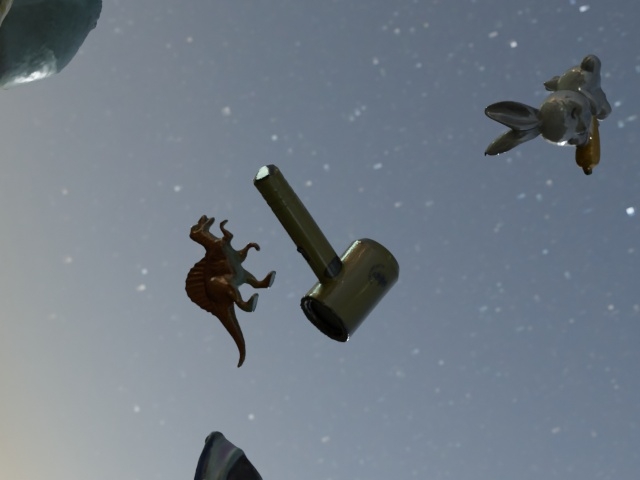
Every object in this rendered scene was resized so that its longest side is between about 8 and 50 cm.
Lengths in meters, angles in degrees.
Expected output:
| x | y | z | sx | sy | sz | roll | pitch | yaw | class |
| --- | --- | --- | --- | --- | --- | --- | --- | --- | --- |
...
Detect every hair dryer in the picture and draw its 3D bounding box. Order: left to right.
| x | y | z | sx | sy | sz | roll | pitch | yaw | class |
| --- | --- | --- | --- | --- | --- | --- | --- | --- | --- |
| 0.000 | 0.000 | 1.631 | 0.090 | 0.135 | 0.279 | 12 | -37 | 52 | hair dryer |

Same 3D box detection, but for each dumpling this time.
| x | y | z | sx | sy | sz | roll | pitch | yaw | class |
| --- | --- | --- | --- | --- | --- | --- | --- | --- | --- |
| -0.335 | -0.240 | 1.266 | 0.105 | 0.216 | 0.149 | 38 | -46 | 37 | dumpling |

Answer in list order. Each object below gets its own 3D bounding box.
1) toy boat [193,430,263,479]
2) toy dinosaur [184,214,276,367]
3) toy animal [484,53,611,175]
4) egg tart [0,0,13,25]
| x | y | z | sx | sy | sz | roll | pitch | yaw | class |
| --- | --- | --- | --- | --- | --- | --- | --- | --- | --- |
| -0.136 | 0.316 | 1.144 | 0.115 | 0.262 | 0.114 | 21 | -8 | 28 | toy boat |
| -0.148 | 0.066 | 1.704 | 0.057 | 0.142 | 0.212 | 64 | 41 | -64 | toy dinosaur |
| 0.320 | -0.160 | 1.605 | 0.127 | 0.181 | 0.131 | 13 | -48 | 38 | toy animal |
| -0.395 | -0.217 | 0.830 | 0.388 | 0.388 | 0.169 | 60 | -8 | 24 | egg tart |
